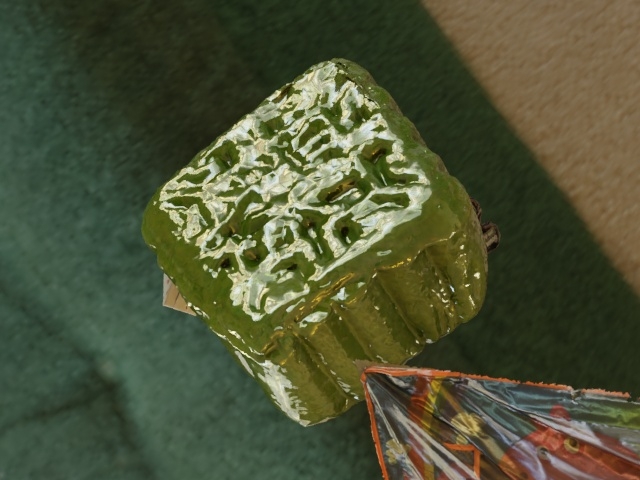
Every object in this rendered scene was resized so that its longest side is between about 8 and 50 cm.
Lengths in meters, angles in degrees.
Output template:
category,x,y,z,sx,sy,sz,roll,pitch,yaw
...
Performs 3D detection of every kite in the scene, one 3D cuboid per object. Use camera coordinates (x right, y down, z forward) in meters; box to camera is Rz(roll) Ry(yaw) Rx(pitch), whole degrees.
category,x,y,z,sx,sy,sz,roll,pitch,yaw
kite,0.100,0.136,0.802,0.234,0.016,0.321,39,131,-1

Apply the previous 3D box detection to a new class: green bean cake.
category,x,y,z,sx,sy,sz,roll,pitch,yaw
green bean cake,0.000,0.000,1.329,0.222,0.248,0.125,-38,138,-1

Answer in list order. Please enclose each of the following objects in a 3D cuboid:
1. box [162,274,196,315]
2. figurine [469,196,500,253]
category,x,y,z,sx,sy,sz,roll,pitch,yaw
box,-0.127,0.019,1.667,0.036,0.117,0.050,18,115,-13
figurine,0.081,-0.009,1.700,0.196,0.108,0.114,-15,132,42
